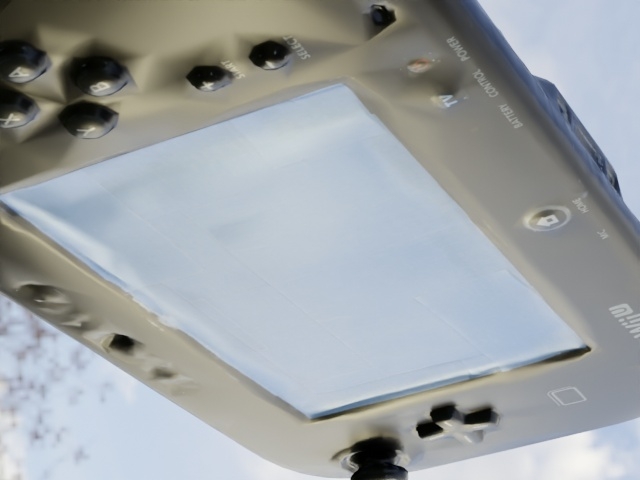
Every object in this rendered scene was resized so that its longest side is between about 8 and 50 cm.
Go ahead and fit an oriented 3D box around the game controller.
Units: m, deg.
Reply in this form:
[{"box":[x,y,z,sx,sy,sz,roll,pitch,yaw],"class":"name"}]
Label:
[{"box":[0.000,0.000,0.482,0.166,0.319,0.067,-8,-117,26],"class":"game controller"}]
